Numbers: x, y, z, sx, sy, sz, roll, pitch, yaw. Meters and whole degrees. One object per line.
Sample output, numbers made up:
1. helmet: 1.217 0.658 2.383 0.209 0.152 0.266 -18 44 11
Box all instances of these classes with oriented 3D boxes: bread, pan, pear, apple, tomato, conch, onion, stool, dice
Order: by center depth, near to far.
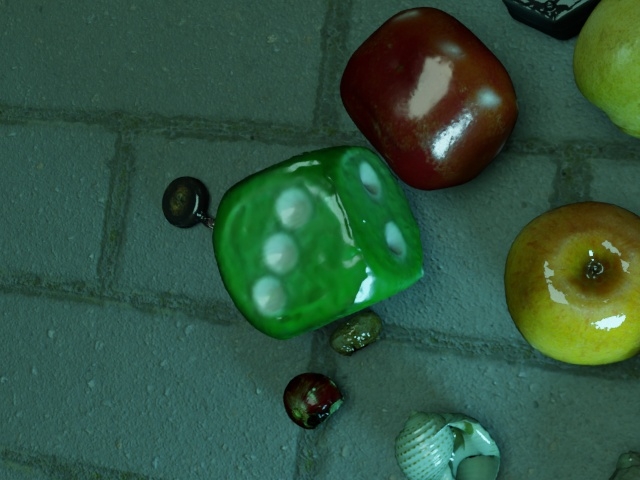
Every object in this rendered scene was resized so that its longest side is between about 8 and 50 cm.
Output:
1. pear: 0.596 -0.322 1.715 0.315 0.314 0.314 -3 83 22
2. apple: 0.463 0.071 1.736 0.299 0.275 0.298 -4 77 18
3. conch: 0.227 0.391 1.866 0.172 0.131 0.200 -30 114 -6
4. tomato: 0.200 -0.260 1.869 0.293 0.290 0.325 -39 65 17
5. stool: 0.446 -0.498 1.877 0.232 0.141 0.232 -3 82 21
6. dice: 0.000 0.000 1.888 0.297 0.287 0.300 -26 84 32
7. bread: 0.068 0.186 1.981 0.113 0.082 0.060 -34 75 18
8. onion: -0.018 0.312 1.985 0.118 0.119 0.117 48 116 20
9. pan: -0.261 -0.054 2.165 0.212 0.040 0.114 39 104 22

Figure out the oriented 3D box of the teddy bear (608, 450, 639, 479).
1. teddy bear: 0.591 0.467 1.663 0.267 0.236 0.151 12 48 34
